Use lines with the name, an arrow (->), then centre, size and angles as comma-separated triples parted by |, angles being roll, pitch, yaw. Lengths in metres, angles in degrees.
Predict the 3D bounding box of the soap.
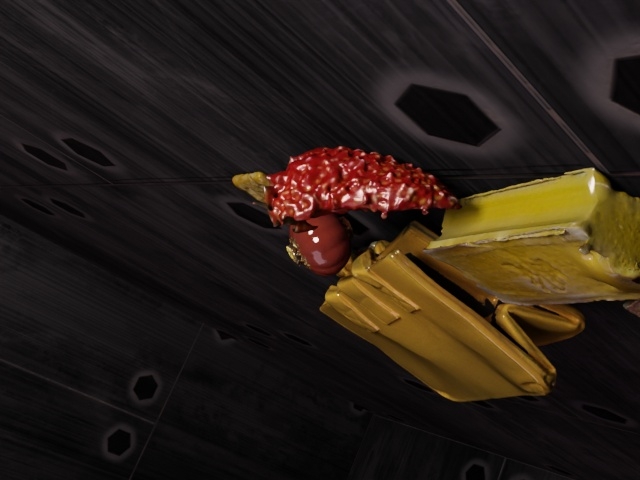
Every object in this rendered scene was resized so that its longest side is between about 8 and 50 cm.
soap -> 0.221, 0.006, 0.764 | 0.135, 0.076, 0.233 | 31, 164, -20

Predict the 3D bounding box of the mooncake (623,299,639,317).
mooncake -> 0.367, 0.059, 0.729 | 0.125, 0.073, 0.130 | 24, 167, -8

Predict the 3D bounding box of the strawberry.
strawberry -> 0.043, -0.060, 0.831 | 0.208, 0.087, 0.167 | -6, 179, 11

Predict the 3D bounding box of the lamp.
lamp -> 0.000, 0.000, 1.045 | 0.101, 0.090, 0.101 | 58, 171, 14

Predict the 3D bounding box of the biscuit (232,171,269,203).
biscuit -> -0.071, -0.067, 1.061 | 0.083, 0.018, 0.081 | 32, 162, -30

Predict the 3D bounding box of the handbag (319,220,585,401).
handbag -> 0.157, 0.100, 1.092 | 0.283, 0.133, 0.401 | 30, 164, -4
